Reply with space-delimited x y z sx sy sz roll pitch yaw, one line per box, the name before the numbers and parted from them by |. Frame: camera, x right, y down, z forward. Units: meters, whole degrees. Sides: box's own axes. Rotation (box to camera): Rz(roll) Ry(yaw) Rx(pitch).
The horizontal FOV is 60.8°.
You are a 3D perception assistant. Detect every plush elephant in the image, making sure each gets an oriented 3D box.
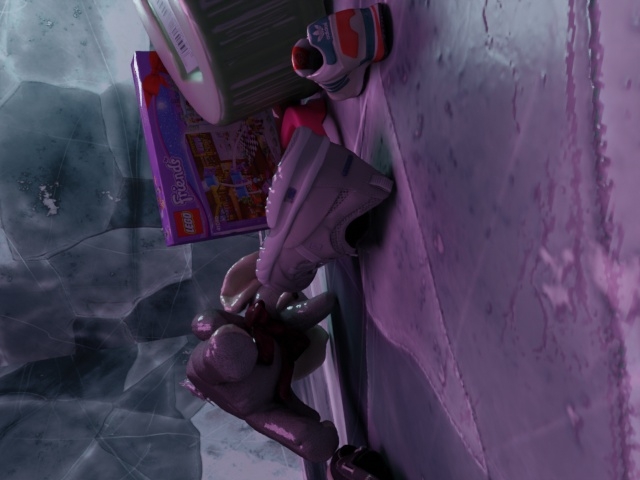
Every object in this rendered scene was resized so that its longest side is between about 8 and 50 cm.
plush elephant | -0.079 0.165 0.905 0.272 0.255 0.330 49 150 -19

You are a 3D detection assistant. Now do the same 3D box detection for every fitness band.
fitness band | -0.014 -0.083 0.797 0.291 0.054 0.209 141 120 -81

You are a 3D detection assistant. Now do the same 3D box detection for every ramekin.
ramekin | -0.134 -0.298 0.702 0.303 0.148 0.303 51 162 23

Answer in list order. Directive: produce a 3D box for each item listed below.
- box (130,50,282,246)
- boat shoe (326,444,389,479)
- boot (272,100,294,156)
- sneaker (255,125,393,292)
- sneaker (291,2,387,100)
box | -0.167 -0.151 0.860 0.057 0.200 0.293 -14 87 63
boat shoe | 0.060 0.306 0.698 0.079 0.084 0.233 -63 0 -5
boot | -0.059 -0.240 0.938 0.280 0.096 0.264 113 155 -60
sneaker | 0.000 0.000 0.594 0.281 0.115 0.105 105 -172 -66
sneaker | 0.008 -0.170 0.509 0.161 0.075 0.057 175 87 -81
